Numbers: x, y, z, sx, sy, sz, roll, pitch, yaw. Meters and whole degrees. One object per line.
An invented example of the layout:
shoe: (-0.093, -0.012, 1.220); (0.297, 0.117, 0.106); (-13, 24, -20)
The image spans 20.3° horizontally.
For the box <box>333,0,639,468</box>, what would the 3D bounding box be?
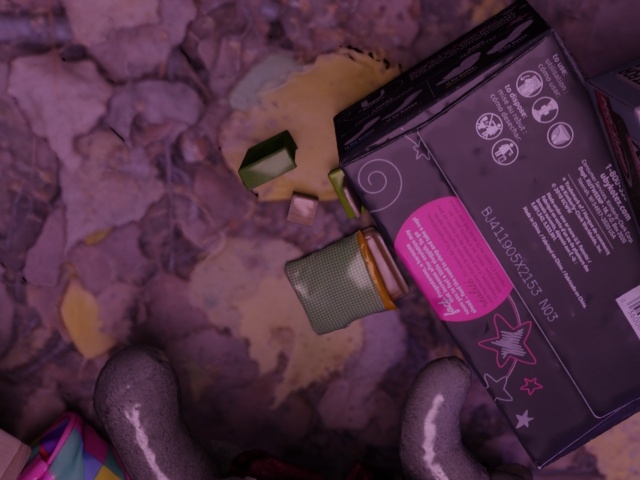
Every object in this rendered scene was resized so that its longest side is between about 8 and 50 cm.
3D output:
box: (0.139, -0.010, 1.178); (0.163, 0.142, 0.247); (-32, 106, 7)

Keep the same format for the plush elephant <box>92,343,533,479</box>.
plush elephant: (0.041, 0.197, 1.177); (0.255, 0.272, 0.330); (-27, 108, -10)

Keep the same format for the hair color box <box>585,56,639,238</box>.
hair color box: (0.368, -0.072, 1.051); (0.374, 0.113, 0.185); (-22, 106, -1)

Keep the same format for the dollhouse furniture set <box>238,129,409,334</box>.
dollhouse furniture set: (0.000, 0.000, 1.230); (0.076, 0.058, 0.152); (-25, 105, 10)

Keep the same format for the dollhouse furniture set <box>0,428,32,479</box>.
dollhouse furniture set: (-0.407, 0.242, 1.178); (0.256, 0.362, 0.394); (32, 78, -9)

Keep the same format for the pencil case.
pencil case: (-0.123, 0.227, 1.287); (0.236, 0.104, 0.104); (41, 105, -10)
